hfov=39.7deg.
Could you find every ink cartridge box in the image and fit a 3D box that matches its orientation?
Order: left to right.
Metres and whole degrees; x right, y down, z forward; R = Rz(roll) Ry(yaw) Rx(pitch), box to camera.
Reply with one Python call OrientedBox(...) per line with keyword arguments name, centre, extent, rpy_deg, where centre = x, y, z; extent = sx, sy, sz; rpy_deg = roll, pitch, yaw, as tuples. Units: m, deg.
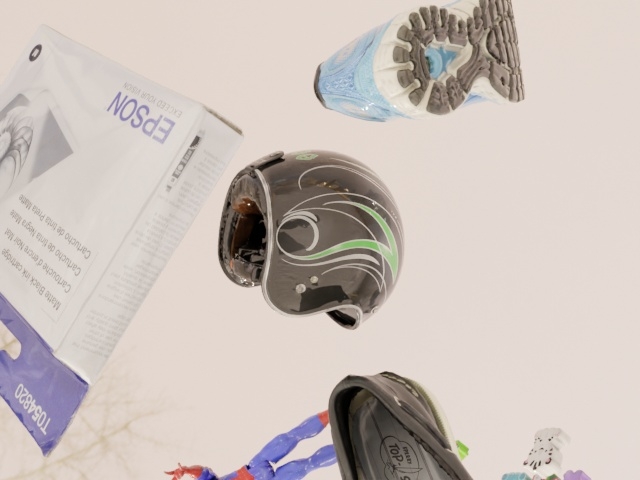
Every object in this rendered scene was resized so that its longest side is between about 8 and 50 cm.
OrientedBox(name="ink cartridge box", centre=(-0.178, -0.015, 0.570), extent=(0.223, 0.045, 0.224), rpy_deg=(30, -91, 43))

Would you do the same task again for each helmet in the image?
OrientedBox(name="helmet", centre=(0.000, 0.000, 0.832), extent=(0.169, 0.161, 0.170), rpy_deg=(-7, -98, 63))

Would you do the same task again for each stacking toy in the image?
OrientedBox(name="stacking toy", centre=(0.245, 0.285, 0.995), extent=(0.167, 0.052, 0.221), rpy_deg=(41, -32, -16))

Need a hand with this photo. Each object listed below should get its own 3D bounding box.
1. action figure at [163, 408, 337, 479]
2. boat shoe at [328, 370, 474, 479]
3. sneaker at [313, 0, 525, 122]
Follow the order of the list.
OrientedBox(name="action figure", centre=(-0.070, 0.274, 1.066), extent=(0.280, 0.139, 0.091), rpy_deg=(-32, -109, 3))
OrientedBox(name="boat shoe", centre=(0.090, 0.248, 0.707), extent=(0.127, 0.113, 0.340), rpy_deg=(-30, -126, 18))
OrientedBox(name="sneaker", centre=(0.053, -0.094, 0.457), extent=(0.073, 0.162, 0.064), rpy_deg=(-5, -82, 36))
